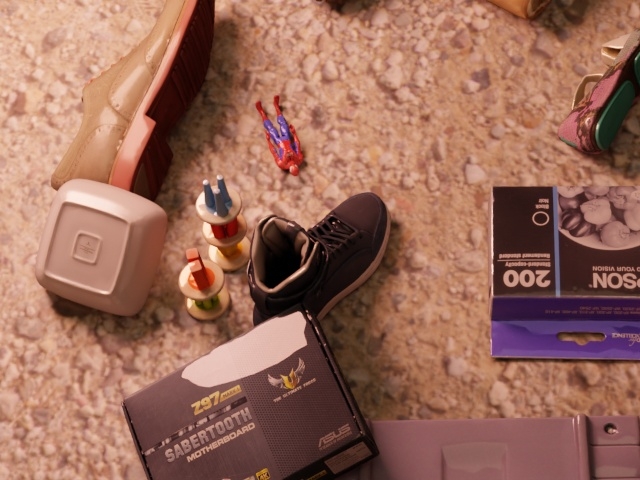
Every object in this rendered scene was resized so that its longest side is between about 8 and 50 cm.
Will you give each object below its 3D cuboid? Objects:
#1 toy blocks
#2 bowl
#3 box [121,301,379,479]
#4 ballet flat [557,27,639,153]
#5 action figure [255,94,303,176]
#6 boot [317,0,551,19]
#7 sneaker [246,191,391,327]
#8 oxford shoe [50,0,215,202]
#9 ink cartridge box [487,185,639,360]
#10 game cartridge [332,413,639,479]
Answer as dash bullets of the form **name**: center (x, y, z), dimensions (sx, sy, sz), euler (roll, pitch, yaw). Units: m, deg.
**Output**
- **toy blocks**: center (-0.123, 0.004, 1.878), dimensions (0.054, 0.148, 0.123), euler (15, 61, 14)
- **bowl**: center (-0.256, 0.008, 1.904), dimensions (0.142, 0.053, 0.142), euler (18, 95, 15)
- **box**: center (-0.077, 0.197, 1.775), dimensions (0.232, 0.059, 0.183), euler (-28, 54, 4)
- **ballet flat**: center (0.355, -0.193, 2.006), dimensions (0.079, 0.077, 0.221), euler (21, 62, 39)
- **action figure**: center (-0.047, -0.124, 2.020), dimensions (0.038, 0.030, 0.115), euler (-16, 61, -11)
- **boot**: center (0.150, -0.343, 2.099), dimensions (0.269, 0.089, 0.236), euler (28, 66, 19)
- **sneaker**: center (0.001, 0.001, 1.863), dimensions (0.086, 0.163, 0.226), euler (28, 64, 22)
- **oxford shoe**: center (-0.222, -0.195, 2.023), dimensions (0.130, 0.123, 0.348), euler (12, 61, 15)
- **ink cartridge box**: center (0.292, 0.034, 1.886), dimensions (0.206, 0.045, 0.208), euler (0, 60, 4)
- **game cartridge**: center (0.161, 0.293, 1.735), dimensions (0.355, 0.068, 0.230), euler (-2, 55, 4)
